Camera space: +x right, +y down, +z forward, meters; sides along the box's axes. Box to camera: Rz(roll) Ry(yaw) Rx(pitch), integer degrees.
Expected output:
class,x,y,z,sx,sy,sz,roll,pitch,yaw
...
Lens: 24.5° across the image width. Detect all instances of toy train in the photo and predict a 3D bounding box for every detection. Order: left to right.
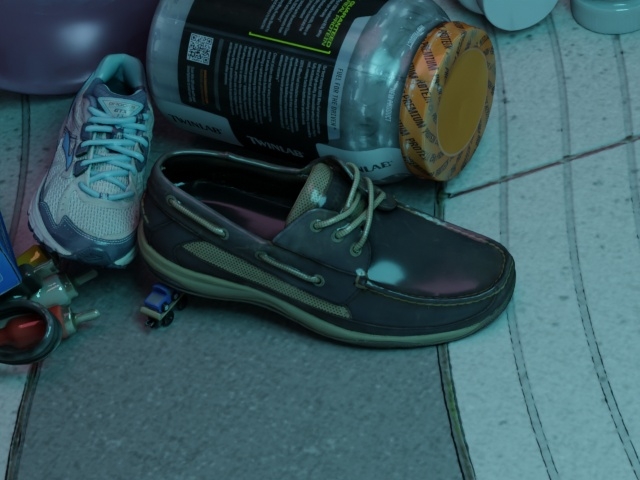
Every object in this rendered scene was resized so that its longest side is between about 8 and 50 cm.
class,x,y,z,sx,sy,sz,roll,pitch,yaw
toy train,-0.120,0.023,1.413,0.027,0.036,0.158,19,52,28

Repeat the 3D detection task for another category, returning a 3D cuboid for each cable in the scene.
class,x,y,z,sx,sy,sz,roll,pitch,yaw
cable,-0.344,0.098,1.396,0.287,0.072,0.139,-27,53,3

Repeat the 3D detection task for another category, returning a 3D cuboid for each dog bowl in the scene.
class,x,y,z,sx,sy,sz,roll,pitch,yaw
dog bowl,-0.260,-0.312,1.546,0.408,0.408,0.150,-19,64,-7

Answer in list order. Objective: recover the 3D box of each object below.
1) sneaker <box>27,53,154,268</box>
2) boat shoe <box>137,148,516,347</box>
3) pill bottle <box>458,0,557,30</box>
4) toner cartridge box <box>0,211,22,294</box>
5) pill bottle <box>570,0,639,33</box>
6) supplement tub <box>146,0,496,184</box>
class,x,y,z,sx,sy,sz,roll,pitch,yaw
sneaker,-0.217,-0.087,1.444,0.110,0.122,0.283,13,35,-16
boat shoe,0.000,0.000,1.324,0.355,0.130,0.132,9,50,8
pill bottle,0.183,-0.329,1.635,0.121,0.121,0.216,-19,44,-6
toner cartridge box,-0.385,-0.084,1.440,0.075,0.165,0.348,-29,34,-4
pill bottle,0.309,-0.333,1.539,0.121,0.221,0.121,-6,44,6
supplement tub,0.001,-0.169,1.466,0.316,0.194,0.193,18,52,28
